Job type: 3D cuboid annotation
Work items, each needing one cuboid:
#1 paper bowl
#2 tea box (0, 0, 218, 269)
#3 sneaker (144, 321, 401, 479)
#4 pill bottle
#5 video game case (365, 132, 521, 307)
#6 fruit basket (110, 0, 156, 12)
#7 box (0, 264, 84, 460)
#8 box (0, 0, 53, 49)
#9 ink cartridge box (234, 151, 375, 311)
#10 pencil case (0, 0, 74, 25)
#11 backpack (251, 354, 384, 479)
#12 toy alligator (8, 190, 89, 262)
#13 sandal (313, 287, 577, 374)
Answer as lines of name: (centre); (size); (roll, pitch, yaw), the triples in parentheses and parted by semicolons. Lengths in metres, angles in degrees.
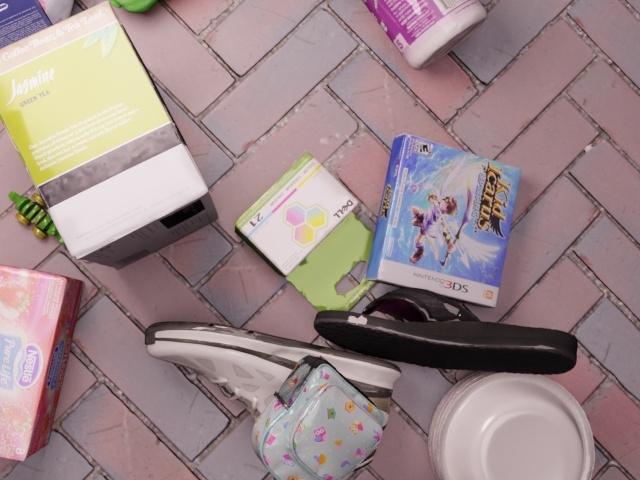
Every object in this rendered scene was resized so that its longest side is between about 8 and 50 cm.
paper bowl: (0.343, 0.370, 1.347); (0.285, 0.148, 0.284); (0, 86, -5)
tea box: (-0.337, -0.146, 1.230); (0.220, 0.329, 0.323); (-27, 87, -7)
sneaker: (-0.098, 0.289, 1.297); (0.448, 0.169, 0.257); (14, 82, -7)
pill bottle: (0.151, -0.477, 1.389); (0.169, 0.169, 0.301); (-36, 89, -8)
video game case: (0.227, -0.032, 1.385); (0.245, 0.061, 0.269); (14, 84, -19)
fruit basket: (-0.260, -0.591, 1.326); (0.393, 0.283, 0.391); (5, 69, -13)
box: (-0.509, 0.195, 1.272); (0.142, 0.154, 0.299); (11, 83, -5)
box: (-0.509, -0.329, 1.285); (0.137, 0.225, 0.036); (-27, 64, -8)
ink cartridge box: (0.000, 0.000, 1.369); (0.255, 0.097, 0.189); (44, 82, 0)
pencil case: (-0.462, -0.479, 1.292); (0.124, 0.113, 0.273); (41, 123, 17)
backpack: (-0.009, 0.299, 1.187); (0.188, 0.144, 0.166); (-47, 109, -4)
toy alligator: (-0.478, -0.027, 1.344); (0.190, 0.051, 0.056); (40, 83, -1)
sandal: (0.214, 0.153, 1.331); (0.446, 0.167, 0.107); (6, 62, 8)
